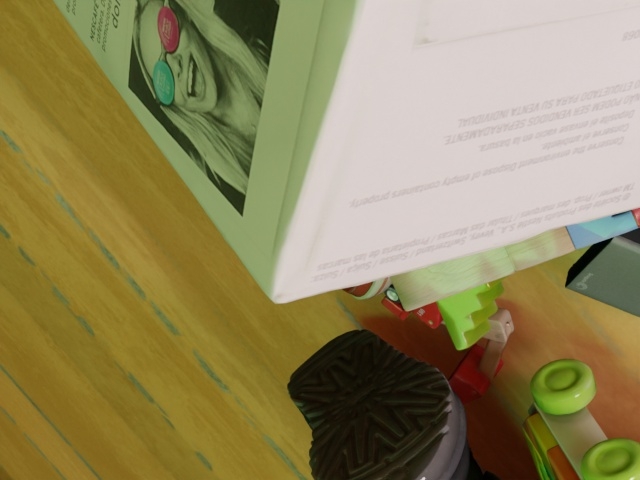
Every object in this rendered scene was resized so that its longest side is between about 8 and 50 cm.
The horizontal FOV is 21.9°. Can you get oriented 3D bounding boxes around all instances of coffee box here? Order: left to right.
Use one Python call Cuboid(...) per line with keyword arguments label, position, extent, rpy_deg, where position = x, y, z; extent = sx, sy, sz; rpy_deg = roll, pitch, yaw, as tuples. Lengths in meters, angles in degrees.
Cuboid(label="coffee box", position=(0.070, -0.232, 0.804), extent=(0.334, 0.337, 0.338), rpy_deg=(51, 141, 35))

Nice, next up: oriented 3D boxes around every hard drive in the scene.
Cuboid(label="hard drive", position=(0.271, 0.034, 1.289), extent=(0.135, 0.022, 0.094), rpy_deg=(22, 150, -6))

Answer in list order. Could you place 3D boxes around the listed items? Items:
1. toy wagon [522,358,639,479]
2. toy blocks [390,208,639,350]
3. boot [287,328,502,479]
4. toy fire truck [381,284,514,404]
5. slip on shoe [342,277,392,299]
Cuboid(label="toy wagon", position=(0.269, 0.272, 1.426), extent=(0.344, 0.068, 0.267), rpy_deg=(-115, 2, -57))
Cuboid(label="toy blocks", position=(0.129, -0.130, 1.164), extent=(0.261, 0.191, 0.381), rpy_deg=(-21, 93, 31))
Cuboid(label="boot", position=(0.162, 0.316, 1.570), extent=(0.445, 0.146, 0.367), rpy_deg=(55, -178, -17))
Cuboid(label="toy fire truck", position=(0.129, 0.064, 1.519), extent=(0.135, 0.047, 0.192), rpy_deg=(38, 145, 2))
Cuboid(label="slip on shoe", position=(0.007, -0.053, 1.422), extent=(0.331, 0.101, 0.123), rpy_deg=(78, 177, -59))
